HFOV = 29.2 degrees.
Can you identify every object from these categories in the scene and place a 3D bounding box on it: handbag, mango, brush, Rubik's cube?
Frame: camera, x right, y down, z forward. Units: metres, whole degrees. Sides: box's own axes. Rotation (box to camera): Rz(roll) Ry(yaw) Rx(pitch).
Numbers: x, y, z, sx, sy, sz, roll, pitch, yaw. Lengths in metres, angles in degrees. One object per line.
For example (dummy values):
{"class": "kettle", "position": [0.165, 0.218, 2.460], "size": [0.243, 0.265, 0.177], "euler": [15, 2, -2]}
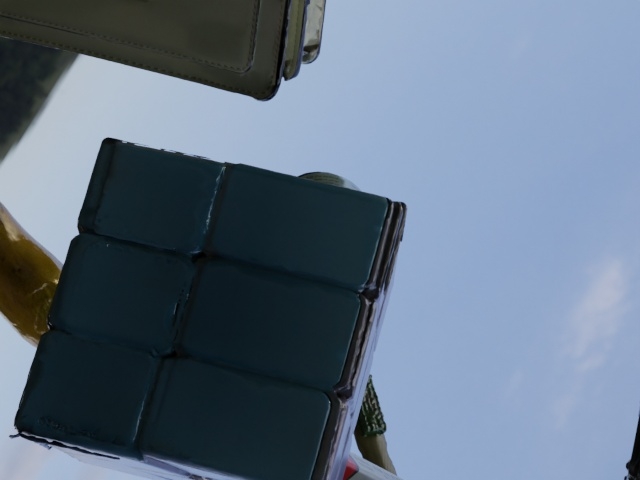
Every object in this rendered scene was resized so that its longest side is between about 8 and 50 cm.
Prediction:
{"class": "handbag", "position": [-0.170, -0.305, 1.224], "size": [0.160, 0.359, 0.236], "euler": [-53, 154, -57]}
{"class": "mango", "position": [-0.288, 0.038, 1.190], "size": [0.098, 0.190, 0.075], "euler": [-17, -155, 45]}
{"class": "brush", "position": [0.092, 0.337, 2.003], "size": [0.048, 0.054, 0.282], "euler": [121, -39, -49]}
{"class": "Rubik's cube", "position": [-0.073, 0.079, 0.937], "size": [0.221, 0.231, 0.224], "euler": [85, 18, -73]}

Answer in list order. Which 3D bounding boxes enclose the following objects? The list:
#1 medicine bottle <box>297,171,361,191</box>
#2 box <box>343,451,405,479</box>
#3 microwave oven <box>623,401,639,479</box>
{"class": "medicine bottle", "position": [0.000, 0.000, 1.514], "size": [0.135, 0.135, 0.168], "euler": [-49, -168, 18]}
{"class": "box", "position": [0.005, 0.271, 1.212], "size": [0.139, 0.245, 0.035], "euler": [-45, -126, 6]}
{"class": "microwave oven", "position": [0.309, 0.118, 0.941], "size": [0.122, 0.162, 0.208], "euler": [10, -116, 17]}
